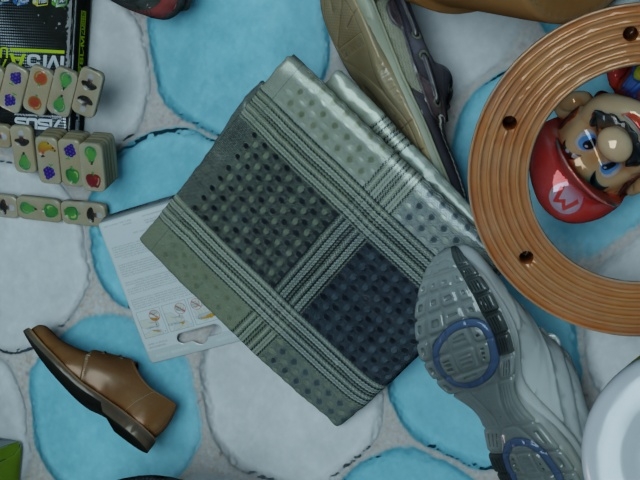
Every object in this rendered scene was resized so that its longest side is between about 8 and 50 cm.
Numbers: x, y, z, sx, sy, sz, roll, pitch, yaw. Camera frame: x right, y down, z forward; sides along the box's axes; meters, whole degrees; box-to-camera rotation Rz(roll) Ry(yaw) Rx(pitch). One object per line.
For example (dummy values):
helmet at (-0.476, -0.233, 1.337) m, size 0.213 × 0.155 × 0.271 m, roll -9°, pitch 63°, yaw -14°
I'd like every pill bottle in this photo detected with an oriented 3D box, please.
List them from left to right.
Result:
pill bottle at (0.358, 0.181, 1.453) m, size 0.188 × 0.334 × 0.188 m, roll 0°, pitch 90°, yaw 17°

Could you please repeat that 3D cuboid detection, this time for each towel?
towel at (0.000, 0.000, 1.663) m, size 0.324 × 0.056 × 0.312 m, roll 43°, pitch 121°, yaw 2°

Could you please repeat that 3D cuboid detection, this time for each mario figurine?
mario figurine at (0.342, -0.138, 1.535) m, size 0.320 × 0.170 × 0.198 m, roll -44°, pitch 52°, yaw 7°

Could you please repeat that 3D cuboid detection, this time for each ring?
ring at (0.309, -0.065, 1.485) m, size 0.336 × 0.032 × 0.336 m, roll 1°, pitch 110°, yaw 4°

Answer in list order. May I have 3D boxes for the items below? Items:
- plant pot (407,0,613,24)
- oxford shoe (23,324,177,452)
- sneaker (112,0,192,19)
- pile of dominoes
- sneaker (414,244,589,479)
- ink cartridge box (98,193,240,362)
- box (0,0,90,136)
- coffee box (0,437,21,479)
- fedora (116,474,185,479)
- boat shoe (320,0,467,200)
plant pot at (0.192, -0.334, 1.492) m, size 0.203 × 0.291 × 0.291 m, roll 37°, pitch 103°, yaw 41°
oxford shoe at (-0.255, 0.157, 1.801) m, size 0.212 × 0.076 × 0.076 m, roll 35°, pitch 71°, yaw 17°
sneaker at (-0.271, -0.335, 1.746) m, size 0.276 × 0.135 × 0.097 m, roll 39°, pitch 117°, yaw 13°
pile of dominoes at (-0.358, -0.109, 1.796) m, size 0.251 × 0.040 × 0.196 m, roll 5°, pitch 115°, yaw 17°
sneaker at (0.194, 0.128, 1.583) m, size 0.111 × 0.129 × 0.297 m, roll -14°, pitch 112°, yaw 38°
ink cartridge box at (-0.156, 0.038, 1.781) m, size 0.145 × 0.045 × 0.179 m, roll -15°, pitch 104°, yaw 17°
box at (-0.368, -0.216, 1.832) m, size 0.191 × 0.045 × 0.184 m, roll 6°, pitch 92°, yaw 18°
coffee box at (-0.574, 0.389, 1.754) m, size 0.334 × 0.338 × 0.337 m, roll 7°, pitch 93°, yaw 17°
fedora at (-0.141, 0.407, 1.711) m, size 0.334 × 0.152 × 0.334 m, roll 0°, pitch 91°, yaw 18°
boat shoe at (0.097, -0.161, 1.658) m, size 0.092 × 0.103 × 0.285 m, roll -27°, pitch 92°, yaw -23°
